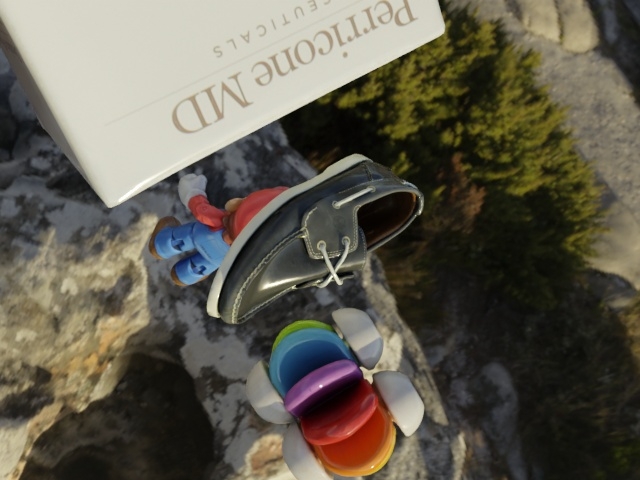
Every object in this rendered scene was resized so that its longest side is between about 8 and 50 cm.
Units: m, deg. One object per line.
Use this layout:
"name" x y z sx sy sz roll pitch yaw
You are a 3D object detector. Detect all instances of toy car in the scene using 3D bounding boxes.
"toy car" 0.010 0.164 0.890 0.159 0.136 0.182 -32 78 2

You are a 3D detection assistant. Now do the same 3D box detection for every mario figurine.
"mario figurine" -0.133 -0.021 1.431 0.198 0.320 0.170 22 63 -43

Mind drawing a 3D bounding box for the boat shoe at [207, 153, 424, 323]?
"boat shoe" 0.000 0.000 0.706 0.079 0.084 0.233 33 45 23

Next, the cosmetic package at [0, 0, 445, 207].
"cosmetic package" -0.155 -0.305 0.722 0.329 0.327 0.394 -30 117 -14
